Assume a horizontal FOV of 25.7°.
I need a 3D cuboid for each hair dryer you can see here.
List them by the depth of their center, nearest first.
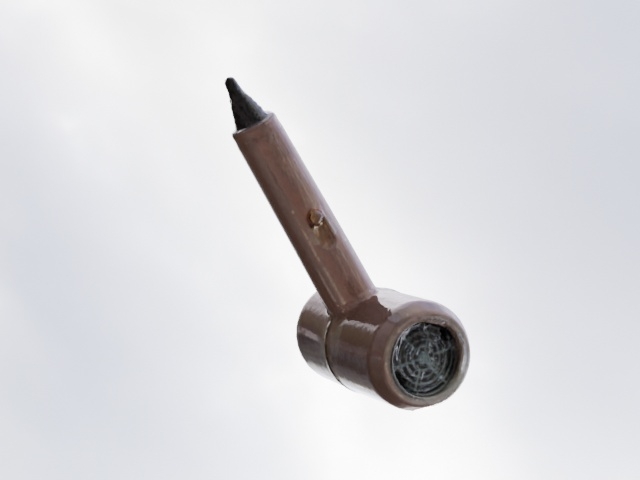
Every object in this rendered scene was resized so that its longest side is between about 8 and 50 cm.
[{"bbox_3d":[0.000,0.000,1.296,0.344,0.107,0.189,59,-17,-17],"label":"hair dryer"}]
